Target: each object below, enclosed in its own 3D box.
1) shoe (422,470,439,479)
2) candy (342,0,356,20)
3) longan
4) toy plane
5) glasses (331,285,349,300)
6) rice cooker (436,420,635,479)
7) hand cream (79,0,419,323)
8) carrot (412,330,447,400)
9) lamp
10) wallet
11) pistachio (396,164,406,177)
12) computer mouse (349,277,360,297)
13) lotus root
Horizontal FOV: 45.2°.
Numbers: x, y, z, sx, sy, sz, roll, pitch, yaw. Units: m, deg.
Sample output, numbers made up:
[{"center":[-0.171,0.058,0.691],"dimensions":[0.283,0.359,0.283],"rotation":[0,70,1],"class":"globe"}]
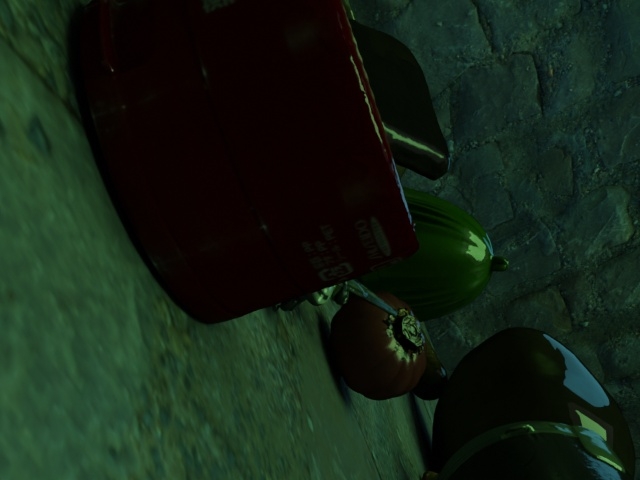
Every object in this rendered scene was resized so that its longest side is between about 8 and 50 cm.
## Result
[{"center":[0.194,0.374,1.137],"dimensions":[0.109,0.069,0.072],"rotation":[42,65,-52],"class":"shoe"},{"center":[-0.003,-0.219,0.991],"dimensions":[0.321,0.135,0.180],"rotation":[-64,133,-82],"class":"candy"},{"center":[0.366,0.360,1.350],"dimensions":[0.404,0.336,0.405],"rotation":[1,90,-90],"class":"longan"},{"center":[-0.002,0.001,0.641],"dimensions":[0.226,0.058,0.226],"rotation":[48,25,-16],"class":"toy plane"},{"center":[0.001,-0.032,0.831],"dimensions":[0.239,0.102,0.207],"rotation":[58,42,-64],"class":"glasses"},{"center":[0.267,0.380,0.899],"dimensions":[0.277,0.288,0.288],"rotation":[-84,154,-75],"class":"rice cooker"},{"center":[-0.031,-0.061,0.417],"dimensions":[0.193,0.125,0.193],"rotation":[-19,90,-85],"class":"hand cream"},{"center":[0.185,0.195,1.565],"dimensions":[0.298,0.078,0.078],"rotation":[-108,174,-46],"class":"carrot"},{"center":[0.057,0.102,0.752],"dimensions":[0.107,0.092,0.108],"rotation":[24,51,-34],"class":"lamp"},{"center":[0.006,-0.159,0.703],"dimensions":[0.309,0.042,0.165],"rotation":[13,56,-43],"class":"wallet"},{"center":[0.074,-0.145,1.305],"dimensions":[0.261,0.162,0.213],"rotation":[82,18,-46],"class":"pistachio"},{"center":[0.057,0.020,1.048],"dimensions":[0.113,0.068,0.229],"rotation":[-100,168,-45],"class":"computer mouse"},{"center":[0.153,0.025,0.969],"dimensions":[0.186,0.186,0.186],"rotation":[-19,90,-83],"class":"lotus root"}]
